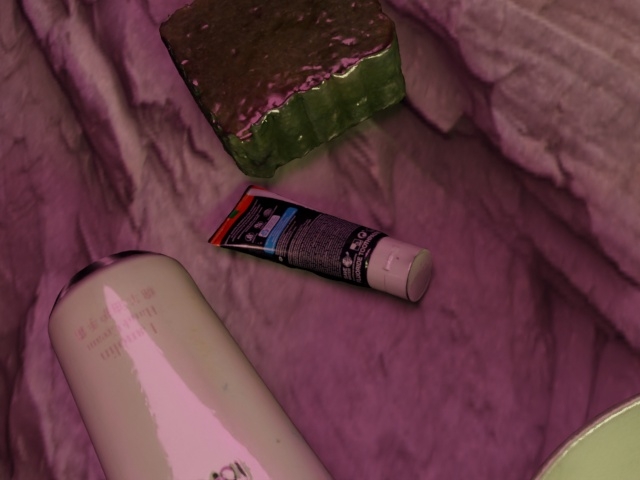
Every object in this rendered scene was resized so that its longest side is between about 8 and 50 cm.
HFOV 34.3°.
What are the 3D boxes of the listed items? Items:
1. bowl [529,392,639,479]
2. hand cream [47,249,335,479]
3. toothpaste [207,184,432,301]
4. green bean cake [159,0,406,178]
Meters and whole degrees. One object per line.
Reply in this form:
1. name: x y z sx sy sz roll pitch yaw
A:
1. bowl: 0.256 0.240 0.594 0.307 0.163 0.307 -8 62 15
2. hand cream: -0.083 0.171 0.762 0.185 0.118 0.359 -31 65 -8
3. toothpaste: 0.000 0.000 0.872 0.193 0.045 0.071 16 58 28
4. green bean cake: -0.031 -0.162 0.936 0.181 0.094 0.173 -32 58 -4
